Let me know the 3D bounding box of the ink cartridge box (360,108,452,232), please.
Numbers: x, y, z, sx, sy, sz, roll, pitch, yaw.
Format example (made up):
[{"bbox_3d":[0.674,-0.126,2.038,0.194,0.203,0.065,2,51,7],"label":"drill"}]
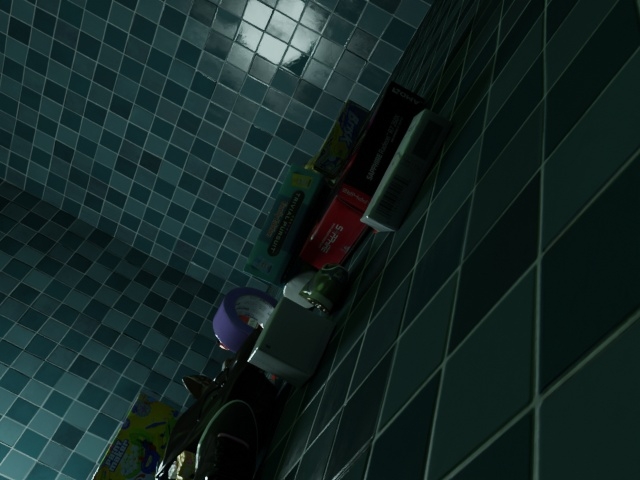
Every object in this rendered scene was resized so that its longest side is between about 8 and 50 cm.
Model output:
[{"bbox_3d":[0.124,-0.104,1.174,0.189,0.066,0.232,-62,8,-2],"label":"ink cartridge box"}]

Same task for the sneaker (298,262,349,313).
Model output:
[{"bbox_3d":[0.014,0.082,1.291,0.086,0.064,0.192,-55,4,-6],"label":"sneaker"}]

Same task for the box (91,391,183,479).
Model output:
[{"bbox_3d":[-0.478,0.646,2.090,0.290,0.279,0.177,-63,5,-27],"label":"box"}]

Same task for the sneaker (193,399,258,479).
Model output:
[{"bbox_3d":[-0.140,0.360,1.098,0.147,0.104,0.296,-55,14,47],"label":"sneaker"}]

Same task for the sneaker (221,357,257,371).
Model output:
[{"bbox_3d":[-0.265,0.428,2.127,0.153,0.099,0.282,-57,-3,0],"label":"sneaker"}]

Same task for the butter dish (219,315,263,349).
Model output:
[{"bbox_3d":[-0.197,0.289,2.181,0.160,0.118,0.160,3,54,40],"label":"butter dish"}]

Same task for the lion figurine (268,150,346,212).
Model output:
[{"bbox_3d":[-0.011,-0.105,2.062,0.240,0.142,0.392,-50,-13,-9],"label":"lion figurine"}]

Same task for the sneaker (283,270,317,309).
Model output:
[{"bbox_3d":[-0.034,0.112,1.599,0.094,0.080,0.212,-50,-5,-37],"label":"sneaker"}]

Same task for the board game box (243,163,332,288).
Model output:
[{"bbox_3d":[-0.046,-0.006,1.664,0.254,0.079,0.336,-66,-14,-5],"label":"board game box"}]

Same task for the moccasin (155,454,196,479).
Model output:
[{"bbox_3d":[-0.359,0.663,1.763,0.117,0.137,0.342,-83,7,-67],"label":"moccasin"}]

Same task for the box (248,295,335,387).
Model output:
[{"bbox_3d":[-0.047,0.166,1.164,0.101,0.102,0.087,-64,2,-30],"label":"box"}]

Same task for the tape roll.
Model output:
[{"bbox_3d":[-0.183,0.216,1.900,0.080,0.189,0.189,-59,5,32],"label":"tape roll"}]

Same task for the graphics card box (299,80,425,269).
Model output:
[{"bbox_3d":[0.089,-0.133,1.499,0.371,0.094,0.233,-63,3,-36],"label":"graphics card box"}]

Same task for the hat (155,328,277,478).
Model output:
[{"bbox_3d":[-0.170,0.338,1.375,0.331,0.134,0.331,-51,9,11],"label":"hat"}]

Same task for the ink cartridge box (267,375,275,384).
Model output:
[{"bbox_3d":[-0.149,0.361,1.554,0.145,0.045,0.179,-61,7,6],"label":"ink cartridge box"}]

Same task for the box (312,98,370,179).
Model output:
[{"bbox_3d":[0.045,-0.225,1.600,0.169,0.059,0.054,-62,3,-8],"label":"box"}]

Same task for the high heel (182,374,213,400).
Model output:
[{"bbox_3d":[-0.302,0.437,1.920,0.093,0.186,0.261,-62,4,1],"label":"high heel"}]

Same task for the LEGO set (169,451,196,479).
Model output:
[{"bbox_3d":[-0.275,0.543,1.583,0.132,0.107,0.287,-55,27,34],"label":"LEGO set"}]
